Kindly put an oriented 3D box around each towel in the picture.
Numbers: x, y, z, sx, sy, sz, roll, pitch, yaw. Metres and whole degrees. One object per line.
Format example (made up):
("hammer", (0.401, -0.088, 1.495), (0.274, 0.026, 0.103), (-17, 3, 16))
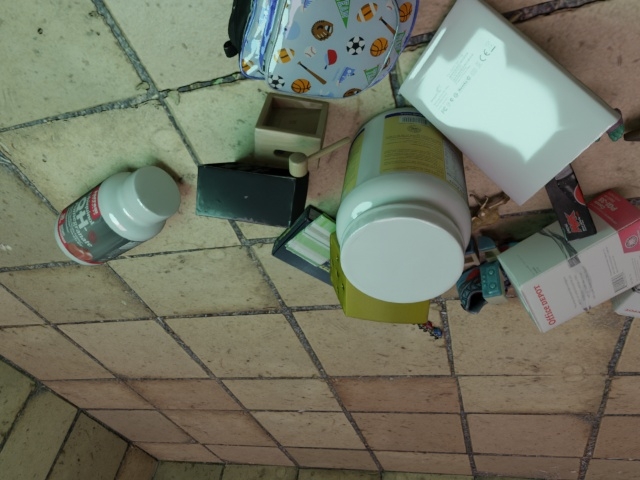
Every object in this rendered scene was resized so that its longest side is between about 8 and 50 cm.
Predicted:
("towel", (0.000, 0.000, 1.163), (0.113, 0.023, 0.152), (32, 129, -25))

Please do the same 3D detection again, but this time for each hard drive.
("hard drive", (0.297, -0.232, 0.787), (0.307, 0.040, 0.203), (47, 137, 11))

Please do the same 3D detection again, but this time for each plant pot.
("plant pot", (0.127, 0.064, 1.080), (0.187, 0.212, 0.212), (-9, 125, -11))

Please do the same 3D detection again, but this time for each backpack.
("backpack", (0.014, -0.346, 0.709), (0.263, 0.213, 0.276), (-6, 149, -27))

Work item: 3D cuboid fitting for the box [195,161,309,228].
("box", (-0.129, -0.103, 0.978), (0.184, 0.261, 0.103), (6, 101, 3))

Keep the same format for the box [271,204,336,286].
("box", (0.013, 0.026, 1.245), (0.232, 0.059, 0.183), (30, 135, -19))

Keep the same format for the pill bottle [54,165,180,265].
("pill bottle", (-0.498, -0.063, 1.163), (0.318, 0.176, 0.176), (-22, 129, 31))

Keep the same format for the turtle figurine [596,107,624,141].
("turtle figurine", (0.403, -0.199, 0.857), (0.234, 0.175, 0.118), (-5, 119, 6))

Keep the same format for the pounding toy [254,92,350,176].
("pounding toy", (-0.036, -0.180, 0.915), (0.181, 0.206, 0.094), (10, 139, 1))

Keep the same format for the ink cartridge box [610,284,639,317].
("ink cartridge box", (0.833, 0.107, 1.152), (0.139, 0.082, 0.191), (9, 140, 2))

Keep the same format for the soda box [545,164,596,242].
("soda box", (0.501, -0.083, 0.951), (0.060, 0.169, 0.053), (-22, 173, 31))

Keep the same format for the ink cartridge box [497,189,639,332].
("ink cartridge box", (0.572, 0.053, 1.051), (0.283, 0.117, 0.207), (-32, 127, 12))

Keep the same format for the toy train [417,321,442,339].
("toy train", (0.333, 0.269, 1.478), (0.158, 0.027, 0.036), (34, 123, -24))

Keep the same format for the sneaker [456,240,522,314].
("sneaker", (0.459, 0.106, 1.194), (0.104, 0.125, 0.262), (24, 137, -15))

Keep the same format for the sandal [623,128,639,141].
("sandal", (0.677, -0.172, 0.867), (0.219, 0.060, 0.090), (9, 178, -7))

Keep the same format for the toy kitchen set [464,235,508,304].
("toy kitchen set", (0.326, 0.076, 1.136), (0.207, 0.166, 0.122), (-17, 140, 33))

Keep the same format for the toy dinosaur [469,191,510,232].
("toy dinosaur", (0.365, -0.054, 1.090), (0.092, 0.053, 0.183), (19, 138, -11))

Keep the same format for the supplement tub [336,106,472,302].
("supplement tub", (0.157, -0.073, 0.890), (0.241, 0.331, 0.241), (6, 134, 6))
